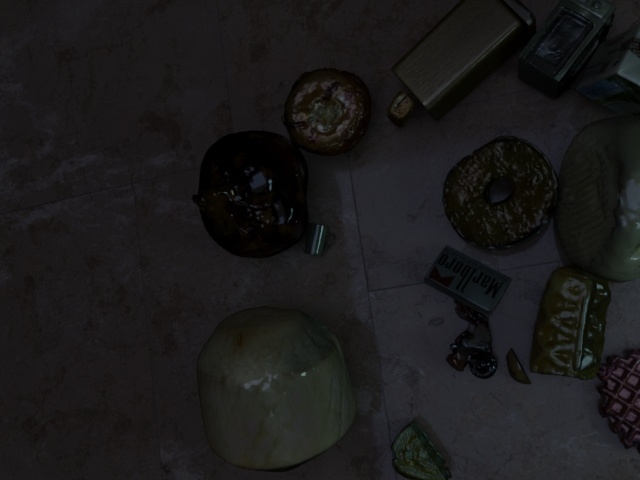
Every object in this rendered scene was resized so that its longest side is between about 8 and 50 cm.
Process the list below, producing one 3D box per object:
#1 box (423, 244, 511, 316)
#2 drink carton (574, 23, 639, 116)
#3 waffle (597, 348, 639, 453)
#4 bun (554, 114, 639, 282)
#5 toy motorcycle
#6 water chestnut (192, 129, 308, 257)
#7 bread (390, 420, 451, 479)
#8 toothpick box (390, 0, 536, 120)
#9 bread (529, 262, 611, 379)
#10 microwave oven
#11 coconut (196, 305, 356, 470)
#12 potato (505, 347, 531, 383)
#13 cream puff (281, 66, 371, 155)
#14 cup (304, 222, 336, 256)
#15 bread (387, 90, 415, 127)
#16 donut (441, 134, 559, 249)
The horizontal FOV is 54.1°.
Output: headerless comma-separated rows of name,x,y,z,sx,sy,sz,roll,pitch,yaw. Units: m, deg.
box,0.355,0.096,1.515,0.177,0.036,0.115,29,62,21
drink carton,0.743,-0.313,1.323,0.324,0.194,0.132,26,91,-4
waffle,0.732,0.356,1.384,0.221,0.055,0.234,-13,81,17
bun,0.654,-0.088,1.334,0.210,0.360,0.360,3,85,-5
toy motorcycle,0.356,0.226,1.507,0.118,0.084,0.213,-8,72,20
water chestnut,-0.184,-0.114,1.587,0.335,0.347,0.335,3,98,25
bread,0.228,0.530,1.505,0.110,0.103,0.156,-37,68,6
toothpick box,0.345,-0.461,1.533,0.308,0.190,0.187,-42,76,14
bread,0.568,0.182,1.417,0.152,0.130,0.268,13,85,-15
microwave oven,0.574,-0.455,1.462,0.129,0.163,0.205,39,98,18
coconut,-0.113,0.372,1.511,0.415,0.344,0.416,28,127,44
potato,0.462,0.305,1.488,0.036,0.037,0.093,-30,77,18
cream puff,0.018,-0.334,1.634,0.240,0.164,0.240,2,99,13
cup,-0.004,-0.001,1.670,0.054,0.074,0.083,12,92,55
bread,0.204,-0.332,1.589,0.053,0.132,0.074,37,96,6
donut,0.432,-0.112,1.476,0.272,0.107,0.272,5,99,33
